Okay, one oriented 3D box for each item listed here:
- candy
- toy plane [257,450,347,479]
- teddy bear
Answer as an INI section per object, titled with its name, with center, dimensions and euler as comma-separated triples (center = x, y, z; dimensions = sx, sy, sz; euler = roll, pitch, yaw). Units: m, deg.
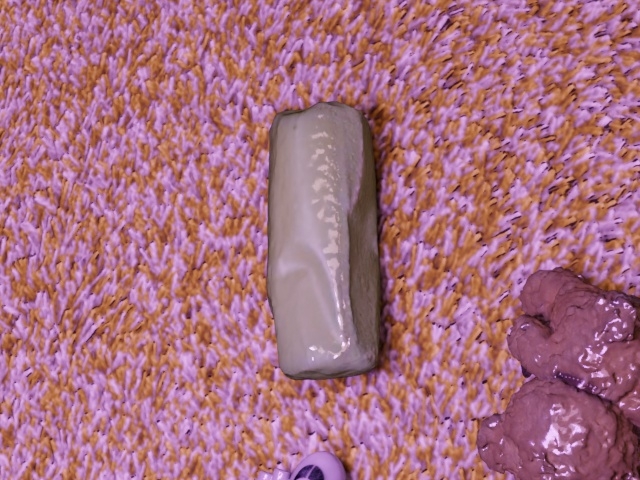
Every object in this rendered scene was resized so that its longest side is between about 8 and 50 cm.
[candy]
center = 0.000, 0.000, 1.712
dimensions = 0.142, 0.132, 0.343
euler = -4, 75, 4
[toy plane]
center = -0.019, 0.333, 1.662
dimensions = 0.174, 0.080, 0.174
euler = -6, 72, 20
[teddy bear]
center = 0.297, 0.174, 1.539
dimensions = 0.267, 0.156, 0.256
euler = 24, 88, 24
